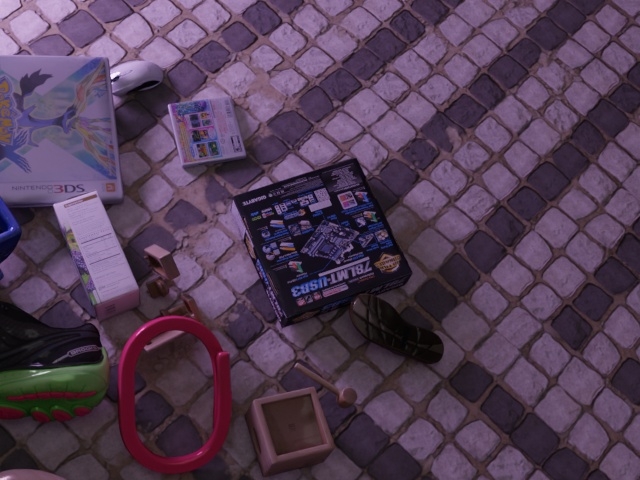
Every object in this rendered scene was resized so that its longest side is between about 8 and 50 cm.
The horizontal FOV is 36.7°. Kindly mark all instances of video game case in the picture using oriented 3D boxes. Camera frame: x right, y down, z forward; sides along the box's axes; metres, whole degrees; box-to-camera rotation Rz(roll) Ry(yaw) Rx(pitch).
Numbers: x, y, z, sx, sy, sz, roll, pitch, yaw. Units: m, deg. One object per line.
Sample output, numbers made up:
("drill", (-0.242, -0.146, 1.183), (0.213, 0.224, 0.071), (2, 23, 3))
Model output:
("video game case", (-0.249, -0.239, 2.110), (0.143, 0.019, 0.157), (-10, 69, -14))
("video game case", (-0.572, -0.229, 1.989), (0.299, 0.036, 0.329), (-3, 74, -22))

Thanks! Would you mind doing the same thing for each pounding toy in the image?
("pounding toy", (-0.034, 0.334, 1.847), (0.206, 0.094, 0.181), (-9, 62, -23))

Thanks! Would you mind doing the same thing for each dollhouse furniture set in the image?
("dollhouse furniture set", (-0.327, 0.110, 1.867), (0.123, 0.144, 0.151), (-28, 109, -20))

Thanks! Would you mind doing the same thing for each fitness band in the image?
("fitness band", (-0.272, 0.286, 1.797), (0.208, 0.054, 0.291), (0, 89, -16))

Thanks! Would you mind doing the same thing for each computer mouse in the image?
("computer mouse", (-0.440, -0.356, 2.118), (0.193, 0.042, 0.106), (-22, 70, -18))

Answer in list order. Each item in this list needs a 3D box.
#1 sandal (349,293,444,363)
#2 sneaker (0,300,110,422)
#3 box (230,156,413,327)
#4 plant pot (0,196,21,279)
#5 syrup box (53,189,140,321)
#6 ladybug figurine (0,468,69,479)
("sandal", (0.150, 0.186, 1.964), (0.219, 0.060, 0.090), (26, 69, -13))
("sneaker", (-0.630, 0.218, 1.773), (0.482, 0.185, 0.202), (6, 48, -11))
("box", (0.000, 0.000, 2.012), (0.295, 0.073, 0.293), (-19, 71, -18))
("plant pot", (-0.724, -0.004, 1.798), (0.236, 0.212, 0.236), (-29, 73, -36))
("syrup box", (-0.443, 0.029, 1.912), (0.096, 0.093, 0.237), (-22, 71, -18))
("ladybug figurine", (-0.447, 0.597, 1.611), (0.305, 0.162, 0.449), (-30, 73, -20))
